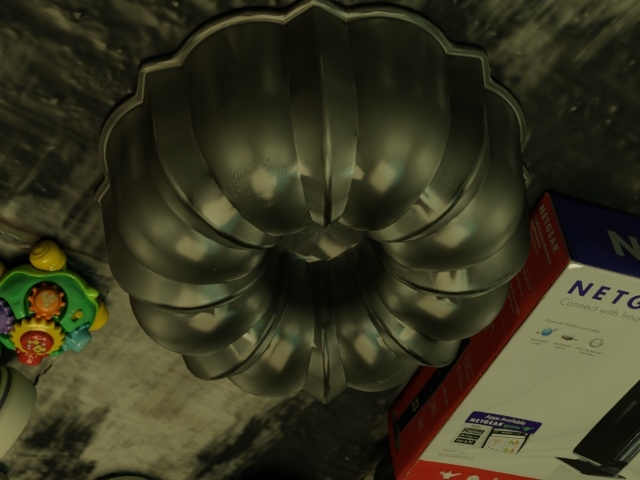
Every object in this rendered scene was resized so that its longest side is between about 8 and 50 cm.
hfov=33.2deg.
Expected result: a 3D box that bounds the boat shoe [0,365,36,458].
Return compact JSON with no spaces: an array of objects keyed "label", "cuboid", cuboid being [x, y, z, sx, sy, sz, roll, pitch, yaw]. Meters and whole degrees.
[{"label":"boat shoe","cuboid":[-0.409,0.158,0.877,0.340,0.127,0.158,-26,124,17]}]

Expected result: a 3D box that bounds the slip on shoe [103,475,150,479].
[{"label":"slip on shoe","cuboid":[-0.146,0.368,1.125,0.123,0.101,0.331,-20,134,11]}]

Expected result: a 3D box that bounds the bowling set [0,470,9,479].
[{"label":"bowling set","cuboid":[-0.416,0.334,1.004,0.154,0.200,0.287,21,124,-22]}]

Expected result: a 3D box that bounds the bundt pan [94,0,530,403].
[{"label":"bundt pan","cuboid":[0.000,0.000,0.771,0.330,0.124,0.331,-3,135,-3]}]

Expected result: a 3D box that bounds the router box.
[{"label":"router box","cuboid":[0.272,0.126,0.947,0.335,0.082,0.301,13,131,-18]}]

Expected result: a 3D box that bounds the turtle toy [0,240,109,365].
[{"label":"turtle toy","cuboid":[-0.233,0.063,0.844,0.130,0.066,0.095,-19,133,12]}]

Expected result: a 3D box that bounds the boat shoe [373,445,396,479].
[{"label":"boat shoe","cuboid":[0.192,0.294,1.065,0.335,0.096,0.112,31,148,-23]}]
